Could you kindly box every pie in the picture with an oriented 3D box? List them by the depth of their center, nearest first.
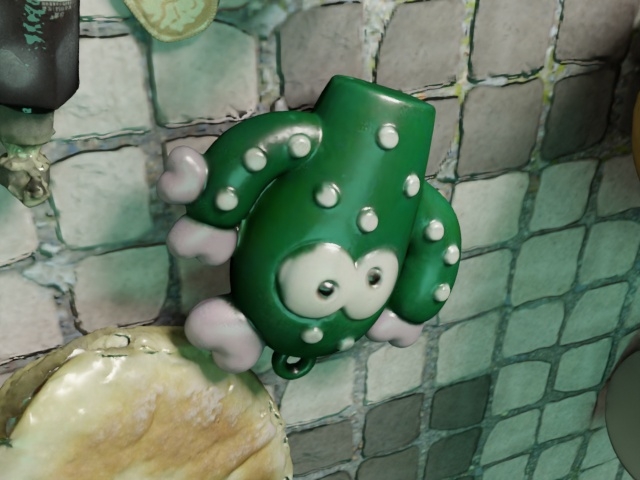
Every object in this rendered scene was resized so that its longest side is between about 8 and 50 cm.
[{"bbox_3d":[-0.142,0.211,0.561,0.338,0.075,0.337,-5,97,-48],"label":"pie"}]

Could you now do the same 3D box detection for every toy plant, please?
[{"bbox_3d":[0.004,0.002,0.544,0.233,0.112,0.243,-16,120,-17],"label":"toy plant"}]

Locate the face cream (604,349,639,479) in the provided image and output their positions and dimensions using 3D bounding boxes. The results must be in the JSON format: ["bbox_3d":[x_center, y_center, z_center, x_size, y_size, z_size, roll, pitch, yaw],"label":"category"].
[{"bbox_3d":[0.455,0.209,0.849,0.153,0.177,0.177,2,119,-29],"label":"face cream"}]

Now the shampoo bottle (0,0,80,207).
[{"bbox_3d":[-0.168,-0.121,0.413,0.057,0.063,0.207,3,120,-16],"label":"shampoo bottle"}]

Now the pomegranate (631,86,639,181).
[{"bbox_3d":[0.440,-0.095,0.536,0.412,0.411,0.411,-12,125,-18],"label":"pomegranate"}]

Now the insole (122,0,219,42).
[{"bbox_3d":[-0.105,-0.232,0.403,0.081,0.011,0.247,-21,127,-11],"label":"insole"}]
